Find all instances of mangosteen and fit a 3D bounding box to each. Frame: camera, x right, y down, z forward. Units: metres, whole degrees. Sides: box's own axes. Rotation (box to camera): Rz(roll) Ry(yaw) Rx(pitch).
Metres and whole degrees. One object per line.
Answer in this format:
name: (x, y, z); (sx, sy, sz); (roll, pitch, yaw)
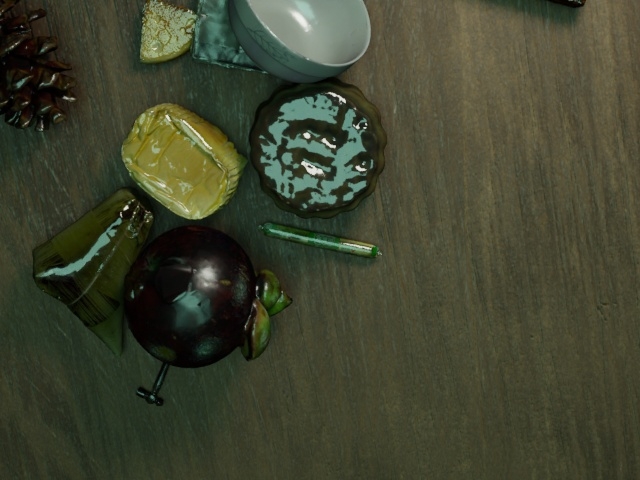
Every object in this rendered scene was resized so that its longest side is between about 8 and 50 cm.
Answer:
mangosteen: (-0.242, 0.114, 1.837); (0.311, 0.311, 0.311); (0, 100, 1)

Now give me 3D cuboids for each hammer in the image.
hammer: (-0.344, 0.276, 1.995); (0.065, 0.021, 0.178); (24, 99, -2)

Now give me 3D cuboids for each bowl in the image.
bowl: (-0.059, -0.416, 1.743); (0.287, 0.287, 0.143); (47, 136, -7)

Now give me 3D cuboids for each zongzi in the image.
zongzi: (-0.415, 0.069, 1.918); (0.273, 0.145, 0.300); (-36, 114, 2)

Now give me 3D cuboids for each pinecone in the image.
pinecone: (-0.602, -0.351, 1.780); (0.244, 0.244, 0.309); (-41, 111, 8)

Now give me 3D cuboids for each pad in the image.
pad: (-0.138, -0.427, 1.844); (0.233, 0.022, 0.174); (10, 100, -12)

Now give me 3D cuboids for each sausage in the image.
sausage: (0.000, 0.000, 1.931); (0.269, 0.033, 0.033); (12, 100, -1)

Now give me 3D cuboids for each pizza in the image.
pizza: (-0.313, -0.432, 1.855); (0.178, 0.041, 0.131); (-44, 99, 8)

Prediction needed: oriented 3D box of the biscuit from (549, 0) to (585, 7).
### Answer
biscuit: (0.348, -0.561, 1.803); (0.388, 0.073, 0.107); (15, 99, -2)

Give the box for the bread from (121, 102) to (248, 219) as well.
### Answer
bread: (-0.277, -0.166, 1.856); (0.250, 0.133, 0.179); (37, 103, -2)

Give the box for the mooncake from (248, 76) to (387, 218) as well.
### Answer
mooncake: (-0.005, -0.187, 1.834); (0.290, 0.161, 0.291); (0, 100, -1)
